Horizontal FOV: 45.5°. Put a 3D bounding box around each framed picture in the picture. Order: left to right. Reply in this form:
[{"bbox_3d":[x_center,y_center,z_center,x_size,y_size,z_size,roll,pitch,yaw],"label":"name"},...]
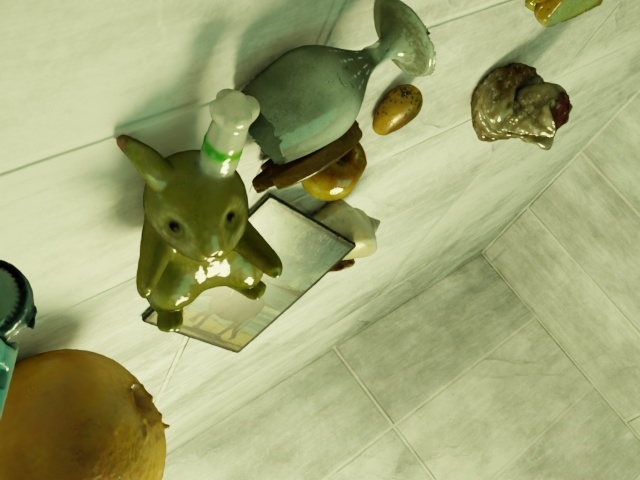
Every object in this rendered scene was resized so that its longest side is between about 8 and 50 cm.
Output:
[{"bbox_3d":[-0.128,0.075,1.423,0.347,0.016,0.265,-42,139,15],"label":"framed picture"}]

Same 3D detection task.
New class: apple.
[{"bbox_3d":[0.017,-0.120,1.234,0.114,0.099,0.102,-63,-176,-26],"label":"apple"}]

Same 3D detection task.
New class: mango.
[{"bbox_3d":[0.127,-0.218,1.285,0.079,0.057,0.114,-31,172,-39],"label":"mango"}]

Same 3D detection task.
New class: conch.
[{"bbox_3d":[-0.001,-0.011,1.534,0.255,0.127,0.158,-7,158,-14],"label":"conch"}]

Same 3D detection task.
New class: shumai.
[{"bbox_3d":[0.413,-0.252,1.580,0.184,0.185,0.218,-36,165,-7],"label":"shumai"}]

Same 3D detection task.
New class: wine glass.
[{"bbox_3d":[0.018,-0.198,0.952,0.241,0.126,0.126,-37,165,-16],"label":"wine glass"}]

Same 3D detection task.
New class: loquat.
[{"bbox_3d":[-0.401,0.329,1.171,0.328,0.328,0.328,-35,165,-11],"label":"loquat"}]

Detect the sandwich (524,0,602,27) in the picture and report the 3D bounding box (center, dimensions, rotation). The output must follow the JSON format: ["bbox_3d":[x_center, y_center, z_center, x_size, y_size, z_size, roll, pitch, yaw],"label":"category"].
[{"bbox_3d":[0.452,-0.466,1.275,0.186,0.065,0.215,-29,162,-31],"label":"sandwich"}]

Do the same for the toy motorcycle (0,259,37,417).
[{"bbox_3d":[-0.398,0.131,0.747,0.206,0.260,0.154,6,157,-2],"label":"toy motorcycle"}]

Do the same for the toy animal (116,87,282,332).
[{"bbox_3d":[-0.154,-0.019,0.956,0.181,0.180,0.363,-14,160,-14],"label":"toy animal"}]

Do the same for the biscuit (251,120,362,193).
[{"bbox_3d":[-0.016,-0.120,1.075,0.180,0.039,0.236,-34,-167,-5],"label":"biscuit"}]
